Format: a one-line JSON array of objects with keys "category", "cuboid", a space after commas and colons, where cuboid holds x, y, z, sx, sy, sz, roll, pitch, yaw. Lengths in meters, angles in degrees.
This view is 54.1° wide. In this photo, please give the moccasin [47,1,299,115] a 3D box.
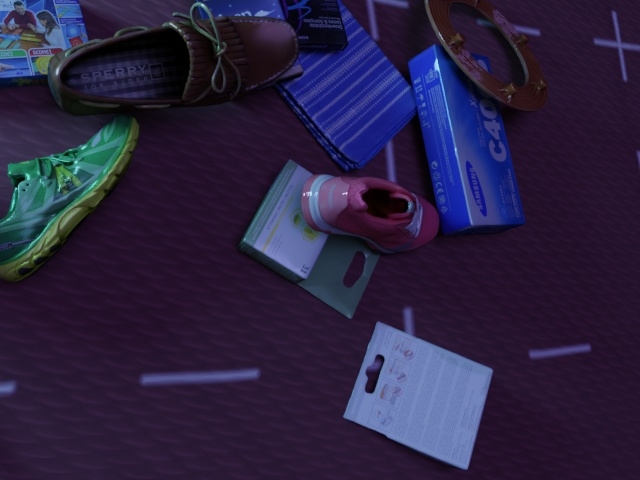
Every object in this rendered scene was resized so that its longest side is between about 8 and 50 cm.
[{"category": "moccasin", "cuboid": [-0.202, -0.269, 0.929, 0.379, 0.147, 0.139, -11, 103, -24]}]

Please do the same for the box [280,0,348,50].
[{"category": "box", "cuboid": [-0.021, -0.419, 1.128, 0.116, 0.029, 0.162, -9, 79, -27]}]

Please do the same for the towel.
[{"category": "towel", "cuboid": [0.025, -0.315, 1.149, 0.336, 0.040, 0.243, 49, 62, -7]}]

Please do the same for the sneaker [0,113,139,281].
[{"category": "sneaker", "cuboid": [-0.363, -0.083, 0.872, 0.123, 0.109, 0.296, 42, 64, -15]}]

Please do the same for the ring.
[{"category": "ring", "cuboid": [0.343, -0.399, 1.256, 0.336, 0.032, 0.337, 21, 50, -28]}]

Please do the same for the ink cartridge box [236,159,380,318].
[{"category": "ink cartridge box", "cuboid": [0.000, 0.000, 1.053, 0.235, 0.056, 0.171, 33, 66, -12]}]

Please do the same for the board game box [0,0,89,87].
[{"category": "board game box", "cuboid": [-0.449, -0.297, 0.926, 0.201, 0.035, 0.136, -12, 83, -27]}]

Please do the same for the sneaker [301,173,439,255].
[{"category": "sneaker", "cuboid": [0.118, -0.038, 1.037, 0.313, 0.136, 0.116, 9, 84, -43]}]

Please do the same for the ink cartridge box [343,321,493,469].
[{"category": "ink cartridge box", "cuboid": [0.168, 0.266, 1.079, 0.224, 0.056, 0.181, 22, 68, 1]}]

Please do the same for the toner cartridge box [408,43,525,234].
[{"category": "toner cartridge box", "cuboid": [0.279, -0.188, 1.198, 0.165, 0.075, 0.348, -3, 79, -37]}]

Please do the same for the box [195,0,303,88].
[{"category": "box", "cuboid": [-0.128, -0.367, 1.053, 0.136, 0.036, 0.226, -19, 92, -6]}]
